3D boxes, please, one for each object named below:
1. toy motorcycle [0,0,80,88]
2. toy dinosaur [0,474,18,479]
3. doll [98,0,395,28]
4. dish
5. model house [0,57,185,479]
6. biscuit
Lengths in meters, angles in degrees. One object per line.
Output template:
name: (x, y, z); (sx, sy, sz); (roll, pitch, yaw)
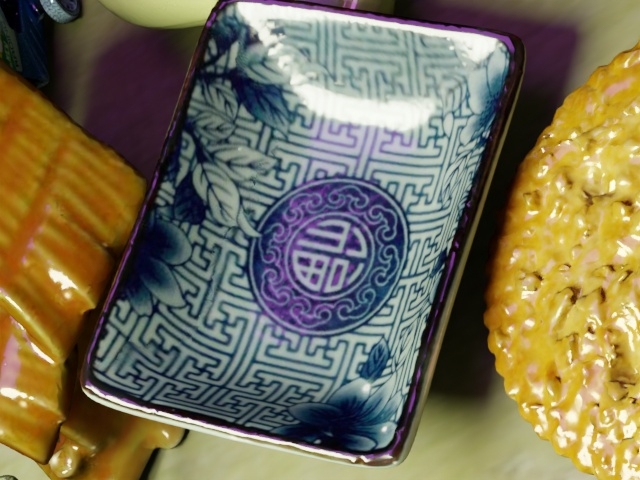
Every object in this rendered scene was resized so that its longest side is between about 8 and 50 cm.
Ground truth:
toy motorcycle: (-0.233, -0.152, 1.234); (0.092, 0.135, 0.254); (-26, 55, 26)
toy dinosaur: (-0.134, 0.222, 0.967); (0.087, 0.187, 0.179); (-37, 24, 21)
doll: (-0.058, -0.176, 1.122); (0.296, 0.117, 0.141); (36, 96, 43)
dish: (0.000, 0.000, 1.000); (0.182, 0.080, 0.243); (11, 71, 21)
model house: (-0.184, 0.007, 1.064); (0.219, 0.229, 0.199); (20, 76, 43)
biscuit: (0.185, 0.002, 0.903); (0.254, 0.035, 0.254); (-17, 60, 32)
